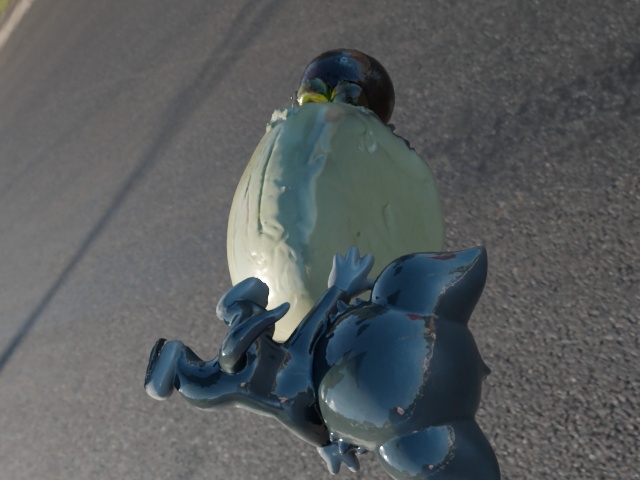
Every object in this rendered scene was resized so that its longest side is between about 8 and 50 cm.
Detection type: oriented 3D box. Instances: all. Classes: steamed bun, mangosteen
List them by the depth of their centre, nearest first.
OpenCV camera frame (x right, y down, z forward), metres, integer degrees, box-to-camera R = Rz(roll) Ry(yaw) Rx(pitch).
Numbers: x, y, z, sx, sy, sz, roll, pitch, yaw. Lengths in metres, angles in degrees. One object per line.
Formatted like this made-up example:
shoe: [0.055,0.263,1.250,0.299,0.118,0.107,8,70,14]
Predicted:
steamed bun: [0.000,0.000,1.148,0.233,0.334,0.311,-5,52,41]
mangosteen: [0.041,-0.228,1.395,0.172,0.173,0.184,-53,16,21]

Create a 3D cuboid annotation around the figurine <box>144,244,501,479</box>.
figurine: [0.006,0.085,0.666,0.140,0.266,0.192,133,147,-69]
